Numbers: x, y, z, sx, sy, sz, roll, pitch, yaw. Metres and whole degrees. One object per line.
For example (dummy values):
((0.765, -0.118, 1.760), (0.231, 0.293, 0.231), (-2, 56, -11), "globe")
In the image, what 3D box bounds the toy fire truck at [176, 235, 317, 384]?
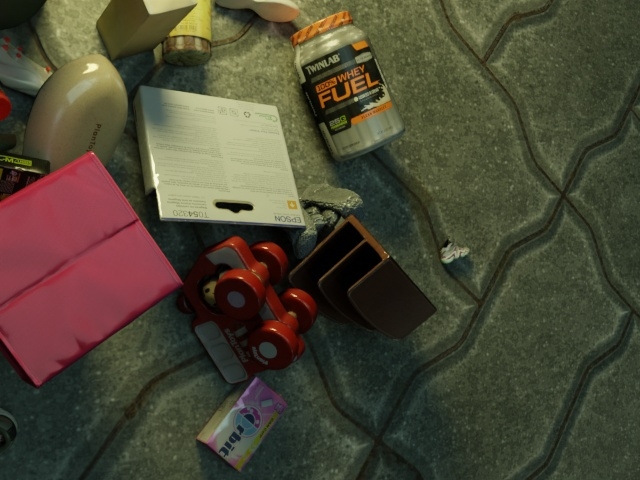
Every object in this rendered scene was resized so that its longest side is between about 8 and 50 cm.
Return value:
((-0.171, 0.151, 1.394), (0.302, 0.254, 0.169), (59, 27, -15), "toy fire truck")

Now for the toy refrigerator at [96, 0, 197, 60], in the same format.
((-0.347, -0.446, 1.311), (0.102, 0.269, 0.094), (-26, 100, -30), "toy refrigerator")

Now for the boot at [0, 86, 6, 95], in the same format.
((-0.696, -0.321, 1.179), (0.305, 0.115, 0.112), (36, 67, -25), "boot")

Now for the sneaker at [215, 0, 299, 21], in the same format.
((-0.144, -0.580, 1.565), (0.212, 0.080, 0.094), (8, 70, -30), "sneaker")

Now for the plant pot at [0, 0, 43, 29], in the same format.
((-0.568, -0.536, 1.145), (0.341, 0.334, 0.341), (3, 84, -32), "plant pot")

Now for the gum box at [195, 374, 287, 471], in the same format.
((-0.168, 0.392, 1.473), (0.107, 0.062, 0.188), (47, 65, -20), "gum box")

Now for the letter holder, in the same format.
((0.093, 0.123, 1.505), (0.214, 0.152, 0.302), (-42, 141, 3), "letter holder")

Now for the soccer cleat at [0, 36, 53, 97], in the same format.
((-0.560, -0.308, 1.297), (0.196, 0.076, 0.068), (41, 25, -37), "soccer cleat")

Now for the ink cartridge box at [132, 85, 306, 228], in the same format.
((-0.214, -0.161, 1.419), (0.324, 0.071, 0.330), (3, 61, -32), "ink cartridge box")

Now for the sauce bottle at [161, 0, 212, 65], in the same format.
((-0.291, -0.558, 1.447), (0.111, 0.111, 0.344), (1, 87, -31), "sauce bottle")

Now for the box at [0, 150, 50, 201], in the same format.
((-0.593, -0.083, 1.186), (0.184, 0.191, 0.045), (11, 45, -28), "box")

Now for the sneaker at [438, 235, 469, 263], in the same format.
((0.366, 0.018, 1.845), (0.098, 0.038, 0.069), (-22, 98, -31), "sneaker")

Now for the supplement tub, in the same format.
((0.060, -0.364, 1.598), (0.193, 0.193, 0.316), (-31, 101, -30), "supplement tub")

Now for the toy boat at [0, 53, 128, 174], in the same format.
((-0.503, -0.238, 1.219), (0.318, 0.148, 0.267), (11, 110, -59), "toy boat")

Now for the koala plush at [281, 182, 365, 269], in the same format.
((0.000, 0.000, 1.566), (0.196, 0.203, 0.221), (-34, 125, -20), "koala plush")

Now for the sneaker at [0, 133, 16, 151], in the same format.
((-0.656, -0.150, 1.225), (0.192, 0.064, 0.086), (-9, 103, -35), "sneaker")

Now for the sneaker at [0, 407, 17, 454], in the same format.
((-0.661, 0.365, 1.149), (0.271, 0.108, 0.100), (-18, 97, -30), "sneaker")

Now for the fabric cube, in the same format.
((-0.424, 0.049, 1.070), (0.258, 0.254, 0.259), (-37, 102, -27), "fabric cube")
